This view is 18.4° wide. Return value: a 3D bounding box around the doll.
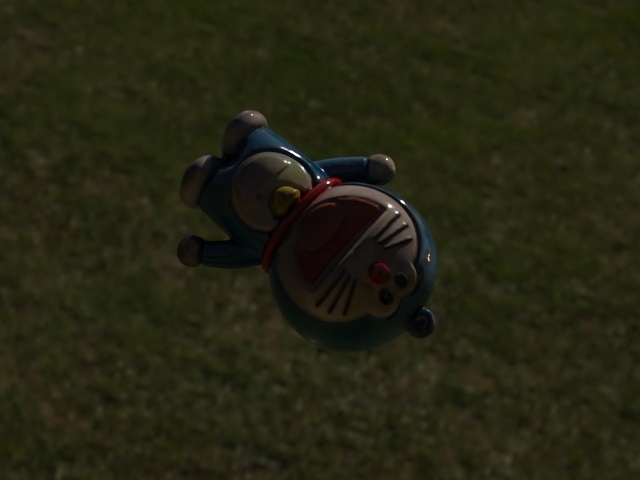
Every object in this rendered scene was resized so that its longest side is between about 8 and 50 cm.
[{"bbox_3d":[0.000,0.000,1.017,0.152,0.114,0.085,42,-7,16],"label":"doll"}]
